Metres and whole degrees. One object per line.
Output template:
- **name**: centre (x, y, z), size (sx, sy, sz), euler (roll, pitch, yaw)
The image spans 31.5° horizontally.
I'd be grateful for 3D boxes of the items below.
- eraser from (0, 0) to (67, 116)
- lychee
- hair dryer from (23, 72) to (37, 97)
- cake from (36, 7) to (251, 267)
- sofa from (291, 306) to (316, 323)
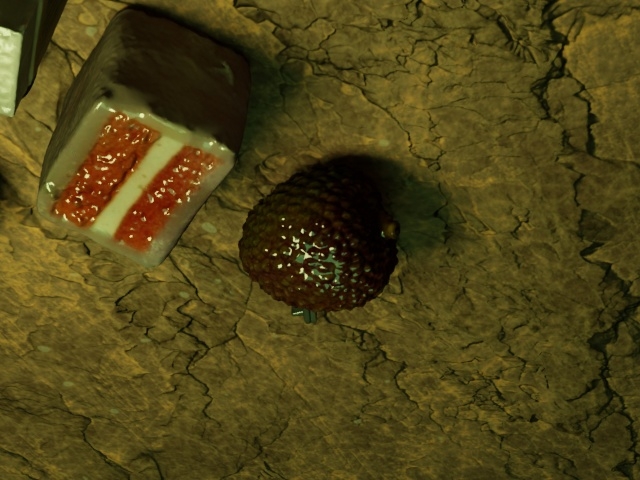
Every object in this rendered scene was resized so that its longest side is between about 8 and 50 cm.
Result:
- **eraser**: centre (-0.365, -0.316, 1.426), size (0.078, 0.343, 0.144), euler (15, 134, -7)
- **lychee**: centre (0.000, 0.000, 1.809), size (0.271, 0.236, 0.236), euler (-8, 135, 18)
- **hair dryer**: centre (-0.545, -0.243, 1.727), size (0.320, 0.156, 0.284), euler (-3, 158, 27)
- **cake**: centre (-0.259, -0.152, 1.677), size (0.237, 0.230, 0.309), euler (23, 132, -21)
- **sofa**: centre (-0.041, 0.070, 1.985), size (0.060, 0.085, 0.147), euler (-3, 136, 4)
